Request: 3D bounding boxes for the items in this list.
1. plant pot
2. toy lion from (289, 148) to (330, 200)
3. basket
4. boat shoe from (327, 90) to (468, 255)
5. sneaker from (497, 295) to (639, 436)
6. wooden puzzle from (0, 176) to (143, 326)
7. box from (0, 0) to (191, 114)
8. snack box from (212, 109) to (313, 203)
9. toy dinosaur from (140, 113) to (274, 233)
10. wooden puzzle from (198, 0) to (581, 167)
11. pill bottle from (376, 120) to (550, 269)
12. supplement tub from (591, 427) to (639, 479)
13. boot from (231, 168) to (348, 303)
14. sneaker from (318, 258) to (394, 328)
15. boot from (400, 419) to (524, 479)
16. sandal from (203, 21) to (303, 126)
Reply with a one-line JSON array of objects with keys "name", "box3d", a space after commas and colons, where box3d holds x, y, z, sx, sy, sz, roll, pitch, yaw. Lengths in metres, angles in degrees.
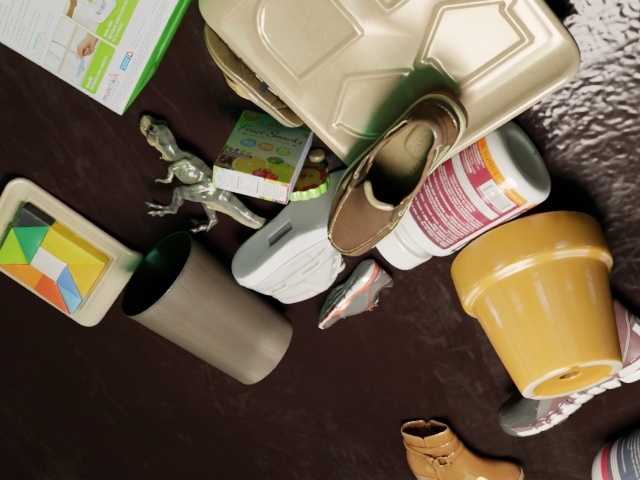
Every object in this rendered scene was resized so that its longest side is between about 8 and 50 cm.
[{"name": "plant pot", "box3d": [0.292, 0.094, 1.074, 0.205, 0.187, 0.205, -10, 151, -5]}, {"name": "toy lion", "box3d": [-0.034, -0.086, 1.131, 0.100, 0.096, 0.034, 1, 128, 15]}, {"name": "basket", "box3d": [-0.166, 0.112, 1.290, 0.227, 0.154, 0.204, 39, 166, -23]}, {"name": "boat shoe", "box3d": [0.071, -0.068, 0.999, 0.095, 0.095, 0.257, 36, 127, 5]}, {"name": "sneaker", "box3d": [0.347, 0.169, 1.239, 0.281, 0.106, 0.162, -38, 106, 24]}, {"name": "wooden puzzle", "box3d": [-0.437, 0.031, 1.371, 0.239, 0.044, 0.221, 33, 129, -12]}, {"name": "box", "box3d": [-0.270, -0.323, 0.986, 0.231, 0.126, 0.262, 31, 130, -9]}, {"name": "snack box", "box3d": [-0.073, -0.112, 1.090, 0.100, 0.141, 0.037, 15, 131, 4]}, {"name": "toy dinosaur", "box3d": [-0.176, -0.065, 1.214, 0.268, 0.064, 0.118, 38, 121, -19]}, {"name": "wooden puzzle", "box3d": [0.077, -0.256, 0.981, 0.322, 0.080, 0.348, -33, 109, 33]}, {"name": "pill bottle", "box3d": [0.174, -0.054, 1.082, 0.221, 0.121, 0.121, -33, 113, 34]}, {"name": "supplement tub", "box3d": [0.568, 0.347, 1.249, 0.191, 0.191, 0.272, 35, 129, -13]}, {"name": "boot", "box3d": [0.000, 0.000, 1.210, 0.258, 0.095, 0.123, -34, 137, 27]}, {"name": "sneaker", "box3d": [0.055, 0.095, 1.279, 0.065, 0.061, 0.158, 30, 130, -17]}, {"name": "boot", "box3d": [0.241, 0.373, 1.442, 0.197, 0.073, 0.152, -10, 120, 20]}, {"name": "sandal", "box3d": [-0.089, -0.212, 1.073, 0.049, 0.072, 0.180, -11, 132, 49]}]
